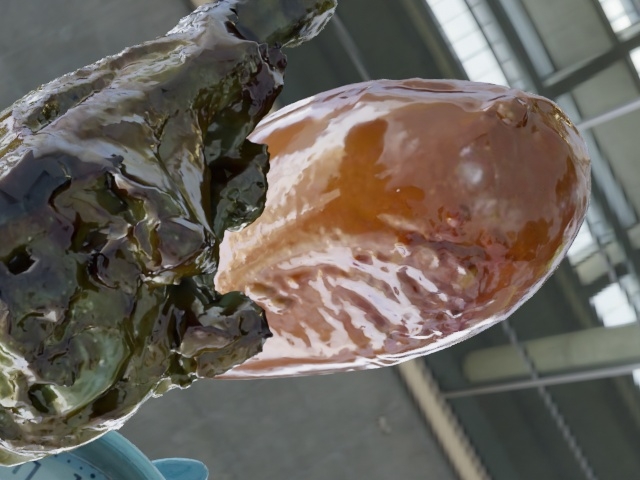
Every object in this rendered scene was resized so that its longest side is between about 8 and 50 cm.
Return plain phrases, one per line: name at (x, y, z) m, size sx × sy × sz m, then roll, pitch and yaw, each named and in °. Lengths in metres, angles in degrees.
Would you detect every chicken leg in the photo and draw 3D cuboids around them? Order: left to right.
chicken leg at (-0.039, -0.018, 0.389) m, size 0.093 × 0.070 × 0.178 m, roll 21°, pitch -133°, yaw 12°

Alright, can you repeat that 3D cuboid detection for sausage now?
sausage at (0.000, 0.000, 0.493) m, size 0.089 × 0.179 × 0.089 m, roll 29°, pitch -125°, yaw -53°

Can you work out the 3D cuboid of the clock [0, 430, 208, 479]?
clock at (-0.173, 0.198, 0.854) m, size 0.223 × 0.094 × 0.274 m, roll 39°, pitch -134°, yaw -3°
